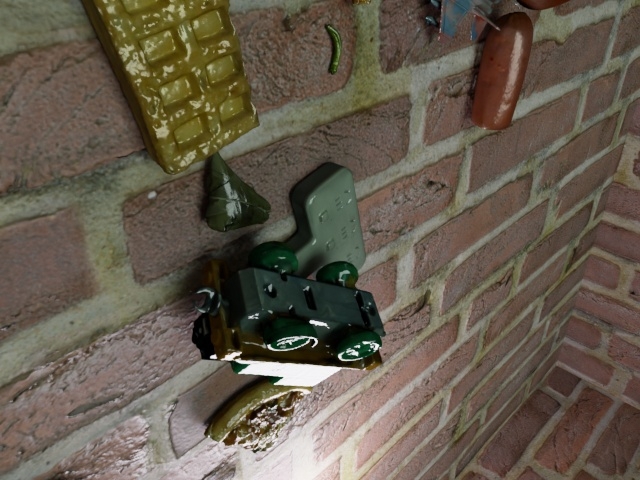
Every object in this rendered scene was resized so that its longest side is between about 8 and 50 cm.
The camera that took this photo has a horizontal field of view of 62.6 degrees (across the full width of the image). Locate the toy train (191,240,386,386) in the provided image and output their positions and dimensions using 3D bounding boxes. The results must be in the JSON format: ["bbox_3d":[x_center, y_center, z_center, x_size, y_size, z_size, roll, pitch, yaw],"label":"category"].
[{"bbox_3d":[-0.058,0.154,0.936,0.429,0.178,0.249,16,135,-40],"label":"toy train"}]

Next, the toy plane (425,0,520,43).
[{"bbox_3d":[0.244,-0.491,0.961,0.326,0.104,0.223,17,127,-36],"label":"toy plane"}]

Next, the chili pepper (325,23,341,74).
[{"bbox_3d":[0.023,-0.322,0.889,0.030,0.017,0.083,-27,131,-35],"label":"chili pepper"}]

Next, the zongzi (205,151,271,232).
[{"bbox_3d":[-0.116,-0.087,0.849,0.154,0.062,0.131,-16,112,-50],"label":"zongzi"}]

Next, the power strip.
[{"bbox_3d":[0.001,0.000,1.026,0.193,0.059,0.265,-40,138,-26],"label":"power strip"}]

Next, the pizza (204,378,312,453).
[{"bbox_3d":[-0.121,0.381,1.119,0.292,0.058,0.197,-11,121,-45],"label":"pizza"}]

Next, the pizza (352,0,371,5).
[{"bbox_3d":[0.062,-0.452,0.799,0.134,0.046,0.175,-69,164,-66],"label":"pizza"}]

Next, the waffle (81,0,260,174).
[{"bbox_3d":[-0.183,-0.235,0.674,0.168,0.057,0.274,-38,136,-27],"label":"waffle"}]

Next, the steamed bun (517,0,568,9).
[{"bbox_3d":[0.512,-0.676,1.047,0.235,0.248,0.380,11,103,-52],"label":"steamed bun"}]

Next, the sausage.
[{"bbox_3d":[0.426,-0.397,1.234,0.113,0.113,0.259,-23,129,-39],"label":"sausage"}]
